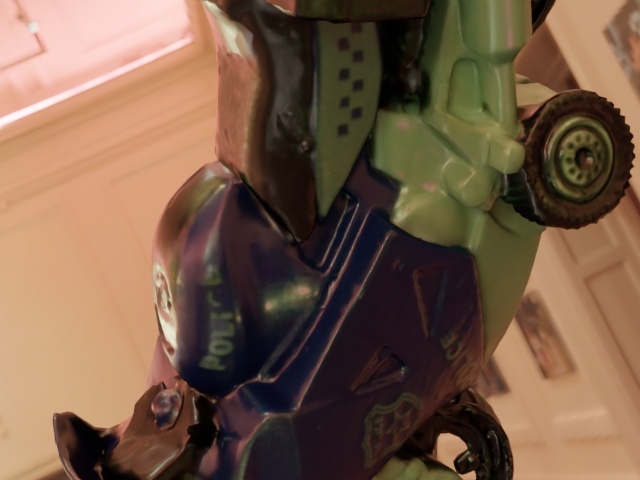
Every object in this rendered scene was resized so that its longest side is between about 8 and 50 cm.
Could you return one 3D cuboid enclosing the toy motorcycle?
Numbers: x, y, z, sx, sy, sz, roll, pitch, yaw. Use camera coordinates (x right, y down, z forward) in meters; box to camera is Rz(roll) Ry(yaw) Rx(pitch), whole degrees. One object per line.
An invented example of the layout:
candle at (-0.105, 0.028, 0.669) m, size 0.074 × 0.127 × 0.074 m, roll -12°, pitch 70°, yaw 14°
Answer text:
toy motorcycle at (0.000, 0.000, 0.454) m, size 0.196 × 0.331 × 0.125 m, roll -8°, pitch 25°, yaw -26°
